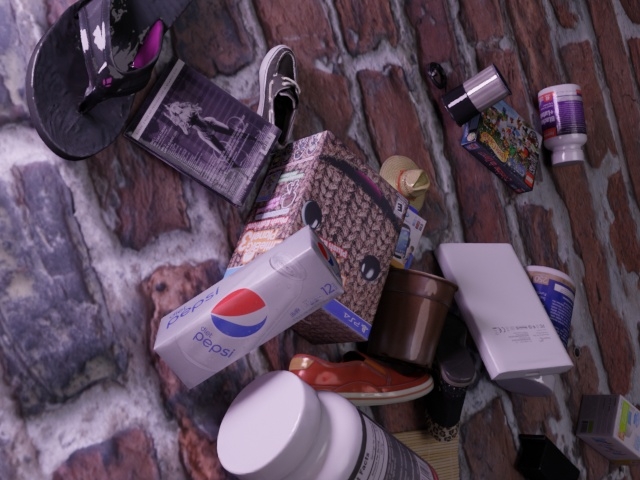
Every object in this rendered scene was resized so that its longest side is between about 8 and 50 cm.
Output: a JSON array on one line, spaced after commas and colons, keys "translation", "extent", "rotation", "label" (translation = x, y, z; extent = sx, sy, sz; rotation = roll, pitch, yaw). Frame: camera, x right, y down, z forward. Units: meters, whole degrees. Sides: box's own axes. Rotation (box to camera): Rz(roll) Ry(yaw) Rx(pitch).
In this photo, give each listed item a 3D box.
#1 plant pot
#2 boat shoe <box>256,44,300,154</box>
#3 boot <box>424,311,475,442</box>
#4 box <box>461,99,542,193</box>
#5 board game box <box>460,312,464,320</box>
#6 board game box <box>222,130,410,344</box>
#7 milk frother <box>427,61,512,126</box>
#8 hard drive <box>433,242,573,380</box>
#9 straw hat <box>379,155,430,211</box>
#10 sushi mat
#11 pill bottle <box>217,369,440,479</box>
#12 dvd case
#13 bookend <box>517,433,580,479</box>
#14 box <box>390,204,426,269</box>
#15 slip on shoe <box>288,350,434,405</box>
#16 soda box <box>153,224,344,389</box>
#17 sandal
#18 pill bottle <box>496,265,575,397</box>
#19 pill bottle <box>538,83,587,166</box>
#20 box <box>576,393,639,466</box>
[{"translation": [0.164, 0.152, 1.559], "extent": [0.167, 0.167, 0.165], "rotation": [23, 76, -37], "label": "plant pot"}, {"translation": [-0.067, -0.256, 1.476], "extent": [0.077, 0.070, 0.219], "rotation": [22, 68, -38], "label": "boat shoe"}, {"translation": [0.244, 0.267, 1.646], "extent": [0.236, 0.085, 0.179], "rotation": [-94, -171, -61], "label": "boot"}, {"translation": [0.434, -0.237, 1.946], "extent": [0.233, 0.044, 0.159], "rotation": [33, 61, -33], "label": "box"}, {"translation": [0.338, 0.129, 1.805], "extent": [0.090, 0.020, 0.090], "rotation": [-3, 83, -43], "label": "board game box"}, {"translation": [0.000, 0.000, 1.440], "extent": [0.232, 0.141, 0.291], "rotation": [37, 59, -31], "label": "board game box"}, {"translation": [0.324, -0.351, 1.806], "extent": [0.143, 0.134, 0.129], "rotation": [46, 24, -30], "label": "milk frother"}, {"translation": [0.378, 0.140, 1.707], "extent": [0.203, 0.040, 0.308], "rotation": [0, 52, -30], "label": "hard drive"}, {"translation": [0.191, -0.117, 1.691], "extent": [0.144, 0.061, 0.145], "rotation": [9, 76, -41], "label": "straw hat"}, {"translation": [0.165, 0.447, 1.587], "extent": [0.316, 0.019, 0.152], "rotation": [5, 80, -42], "label": "sushi mat"}, {"translation": [0.020, 0.368, 1.307], "extent": [0.363, 0.210, 0.210], "rotation": [43, 56, -32], "label": "pill bottle"}, {"translation": [-0.188, -0.177, 1.347], "extent": [0.221, 0.018, 0.165], "rotation": [33, 65, -18], "label": "dvd case"}, {"translation": [0.491, 0.541, 1.829], "extent": [0.156, 0.072, 0.157], "rotation": [45, 56, -26], "label": "bookend"}, {"translation": [0.163, -0.010, 1.651], "extent": [0.081, 0.028, 0.136], "rotation": [31, 76, -34], "label": "box"}, {"translation": [0.079, 0.249, 1.486], "extent": [0.331, 0.123, 0.101], "rotation": [6, 74, -37], "label": "slip on shoe"}, {"translation": [-0.107, 0.099, 1.233], "extent": [0.091, 0.286, 0.098], "rotation": [54, 11, -20], "label": "soda box"}, {"translation": [-0.302, -0.324, 1.250], "extent": [0.167, 0.107, 0.446], "rotation": [38, 59, -31], "label": "sandal"}, {"translation": [0.474, 0.203, 1.824], "extent": [0.153, 0.153, 0.265], "rotation": [34, 60, -33], "label": "pill bottle"}, {"translation": [0.616, -0.289, 2.079], "extent": [0.108, 0.108, 0.194], "rotation": [1, 81, -42], "label": "pill bottle"}, {"translation": [0.743, 0.475, 2.049], "extent": [0.203, 0.103, 0.114], "rotation": [38, 59, -31], "label": "box"}]
